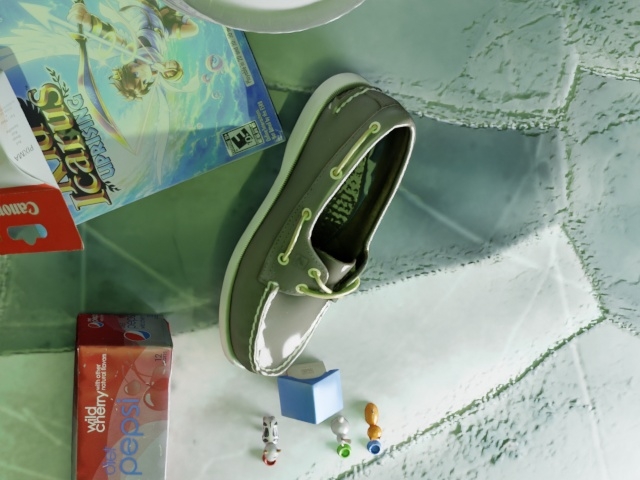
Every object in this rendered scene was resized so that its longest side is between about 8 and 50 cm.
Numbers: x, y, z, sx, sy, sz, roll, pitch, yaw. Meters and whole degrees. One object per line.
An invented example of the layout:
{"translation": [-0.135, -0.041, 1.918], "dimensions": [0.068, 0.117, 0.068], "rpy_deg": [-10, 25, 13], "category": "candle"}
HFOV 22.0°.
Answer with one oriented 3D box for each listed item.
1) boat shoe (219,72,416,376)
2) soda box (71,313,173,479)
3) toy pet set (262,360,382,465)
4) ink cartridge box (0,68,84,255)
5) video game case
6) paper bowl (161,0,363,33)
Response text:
{"translation": [-0.003, 0.000, 1.524], "dimensions": [0.109, 0.091, 0.305], "rpy_deg": [7, 111, -45], "category": "boat shoe"}
{"translation": [-0.194, 0.206, 1.590], "dimensions": [0.092, 0.083, 0.263], "rpy_deg": [1, 108, -9], "category": "soda box"}
{"translation": [0.002, 0.179, 1.617], "dimensions": [0.122, 0.065, 0.114], "rpy_deg": [-7, 110, -6], "category": "toy pet set"}
{"translation": [-0.302, -0.058, 1.460], "dimensions": [0.145, 0.045, 0.179], "rpy_deg": [-3, 115, 41], "category": "ink cartridge box"}
{"translation": [-0.192, -0.168, 1.472], "dimensions": [0.244, 0.061, 0.270], "rpy_deg": [-22, 111, 1], "category": "video game case"}
{"translation": [-0.040, -0.313, 1.356], "dimensions": [0.284, 0.148, 0.284], "rpy_deg": [-6, 105, -23], "category": "paper bowl"}
